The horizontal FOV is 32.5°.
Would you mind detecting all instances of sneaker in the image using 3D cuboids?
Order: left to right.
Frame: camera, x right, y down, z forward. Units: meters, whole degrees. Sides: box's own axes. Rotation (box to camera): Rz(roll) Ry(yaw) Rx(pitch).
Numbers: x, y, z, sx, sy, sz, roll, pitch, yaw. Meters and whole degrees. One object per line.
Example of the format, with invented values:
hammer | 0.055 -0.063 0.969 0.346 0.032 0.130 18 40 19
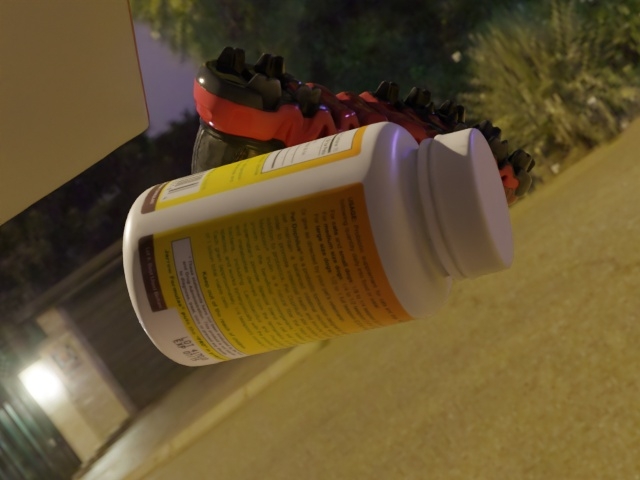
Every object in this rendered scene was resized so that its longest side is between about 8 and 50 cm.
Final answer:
sneaker | 0.027 -0.046 0.796 0.097 0.276 0.135 50 126 54

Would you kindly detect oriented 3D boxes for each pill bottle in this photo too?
pill bottle | 0.000 0.000 0.656 0.215 0.117 0.117 -14 11 19

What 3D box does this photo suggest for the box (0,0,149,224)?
box | -0.247 -0.145 0.373 0.168 0.345 0.215 -39 -37 -33
